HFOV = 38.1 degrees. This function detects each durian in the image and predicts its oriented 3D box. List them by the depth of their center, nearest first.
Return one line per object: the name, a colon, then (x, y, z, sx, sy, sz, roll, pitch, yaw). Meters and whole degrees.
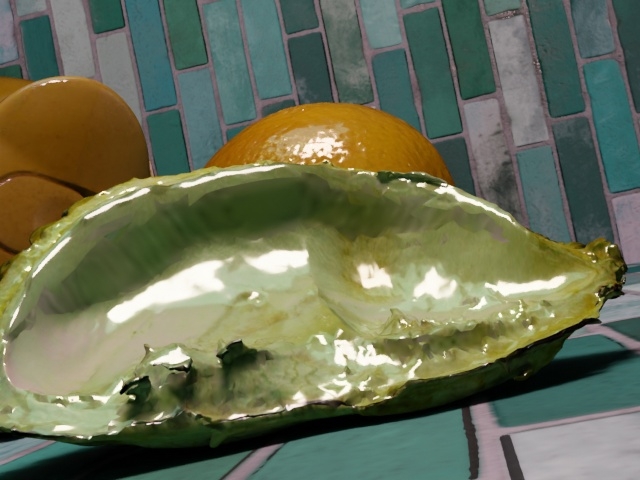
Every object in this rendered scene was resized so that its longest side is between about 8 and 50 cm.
durian: (-0.021, 0.028, 0.525, 0.394, 0.163, 0.198, -5, -1, -1)

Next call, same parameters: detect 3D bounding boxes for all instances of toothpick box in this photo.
toothpick box: (-0.384, 0.006, 1.126, 0.409, 0.408, 0.425, -8, -1, -37)

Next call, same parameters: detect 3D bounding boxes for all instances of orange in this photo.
orange: (0.000, 0.000, 0.738, 0.236, 0.236, 0.236, -11, -3, -1)

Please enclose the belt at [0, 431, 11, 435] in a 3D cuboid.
belt: (-0.211, 0.106, 0.886, 0.094, 0.126, 0.359, -2, 6, 23)
